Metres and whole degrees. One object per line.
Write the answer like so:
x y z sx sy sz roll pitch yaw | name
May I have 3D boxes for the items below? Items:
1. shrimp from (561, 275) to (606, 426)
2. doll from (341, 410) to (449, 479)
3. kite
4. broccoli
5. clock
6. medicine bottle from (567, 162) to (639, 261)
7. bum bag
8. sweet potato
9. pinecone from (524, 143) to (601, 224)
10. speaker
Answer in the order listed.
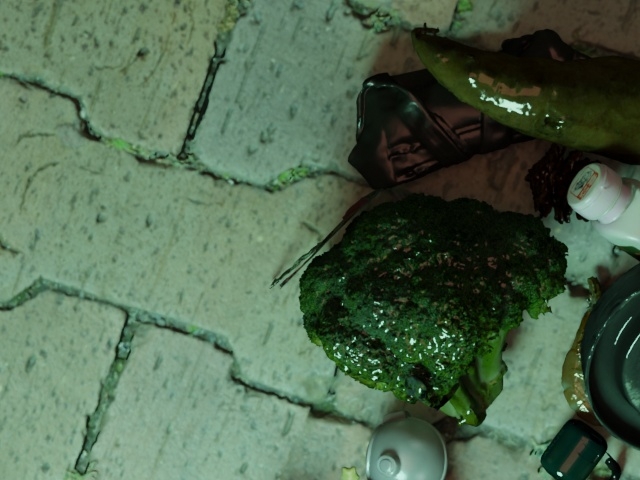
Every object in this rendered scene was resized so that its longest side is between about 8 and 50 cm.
0.340 0.136 1.867 0.091 0.043 0.184 1 90 12 | shrimp
0.098 0.350 1.852 0.151 0.151 0.287 3 87 8 | doll
0.001 0.001 1.849 0.012 0.229 0.250 46 134 -1 | kite
0.135 0.076 1.801 0.304 0.321 0.283 -31 121 -9 | broccoli
0.438 0.129 1.776 0.281 0.055 0.280 -2 122 -4 | clock
0.387 -0.012 1.786 0.219 0.115 0.078 31 95 -22 | medicine bottle
0.180 -0.170 1.876 0.326 0.080 0.142 -19 89 6 | bum bag
0.308 -0.164 1.795 0.423 0.130 0.130 10 91 -11 | sweet potato
0.305 -0.069 1.854 0.109 0.102 0.102 6 90 -19 | pinecone
0.321 0.269 1.858 0.094 0.060 0.075 36 95 7 | speaker
